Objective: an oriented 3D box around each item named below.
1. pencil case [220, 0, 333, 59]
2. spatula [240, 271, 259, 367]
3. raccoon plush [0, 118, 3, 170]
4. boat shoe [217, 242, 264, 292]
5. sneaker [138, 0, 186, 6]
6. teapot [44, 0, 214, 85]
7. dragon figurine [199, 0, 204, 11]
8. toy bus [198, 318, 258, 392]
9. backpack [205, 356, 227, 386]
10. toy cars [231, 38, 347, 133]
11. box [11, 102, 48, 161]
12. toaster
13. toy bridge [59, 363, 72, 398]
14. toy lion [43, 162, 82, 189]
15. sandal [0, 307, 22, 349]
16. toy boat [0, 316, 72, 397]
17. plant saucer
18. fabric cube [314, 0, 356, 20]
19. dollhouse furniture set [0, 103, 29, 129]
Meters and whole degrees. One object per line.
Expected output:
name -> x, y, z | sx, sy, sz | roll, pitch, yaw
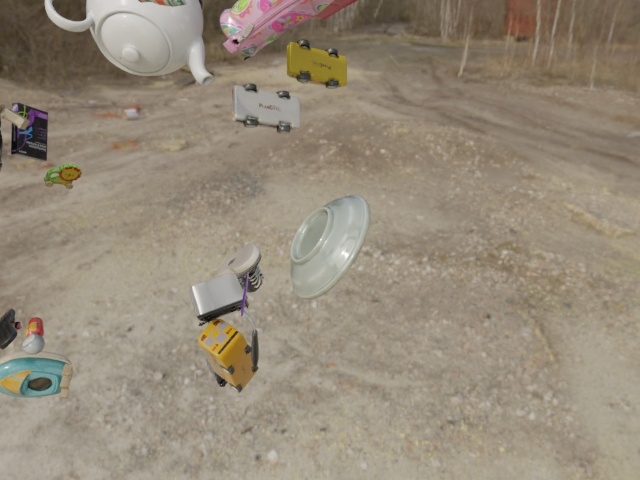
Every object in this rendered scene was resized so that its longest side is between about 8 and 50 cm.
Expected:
pencil case -> -0.086, -0.503, 1.147 | 0.284, 0.124, 0.124 | -22, 11, 28
spatula -> -0.183, 0.222, 1.402 | 0.030, 0.296, 0.084 | -5, 32, -1
raccoon plush -> -1.077, -0.218, 1.504 | 0.299, 0.446, 0.216 | -2, 23, -40
boat shoe -> -0.270, 0.115, 2.096 | 0.158, 0.127, 0.340 | 35, -24, -18
sneaker -> -0.162, -0.351, 0.638 | 0.075, 0.161, 0.057 | 19, -2, 11
teapot -> -0.374, -0.435, 1.107 | 0.256, 0.252, 0.187 | -8, 51, 18
dragon figurine -> -0.382, -0.704, 1.427 | 0.144, 0.085, 0.289 | -3, -5, -8
toy bus -> -0.303, 0.395, 1.801 | 0.130, 0.332, 0.108 | 29, 62, 19
backpack -> -0.340, 0.451, 2.061 | 0.173, 0.158, 0.117 | -26, 52, -22
toy cars -> -0.084, -0.385, 1.370 | 0.087, 0.176, 0.393 | -3, 38, 53
box -> -0.916, -0.340, 1.698 | 0.029, 0.162, 0.116 | 0, -2, 20
toaster -> -0.321, 0.184, 1.684 | 0.186, 0.110, 0.168 | -20, -10, -9
toy bridge -> -0.827, 0.448, 1.755 | 0.026, 0.188, 0.063 | 13, 47, -18
toy lion -> -0.827, -0.211, 1.734 | 0.100, 0.096, 0.034 | 2, 48, -43
sandal -> -0.758, 0.222, 1.312 | 0.067, 0.040, 0.179 | -48, 36, -9
toy boat -> -0.989, 0.423, 1.841 | 0.267, 0.318, 0.148 | 5, 29, -27
plant saucer -> 0.000, 0.000, 1.808 | 0.100, 0.400, 0.400 | 33, 12, -24
fabric cube -> -0.040, -0.733, 1.344 | 0.258, 0.254, 0.259 | 3, 3, -28
dollhouse furniture set -> -0.879, -0.320, 1.373 | 0.182, 0.101, 0.161 | 32, 1, -13
